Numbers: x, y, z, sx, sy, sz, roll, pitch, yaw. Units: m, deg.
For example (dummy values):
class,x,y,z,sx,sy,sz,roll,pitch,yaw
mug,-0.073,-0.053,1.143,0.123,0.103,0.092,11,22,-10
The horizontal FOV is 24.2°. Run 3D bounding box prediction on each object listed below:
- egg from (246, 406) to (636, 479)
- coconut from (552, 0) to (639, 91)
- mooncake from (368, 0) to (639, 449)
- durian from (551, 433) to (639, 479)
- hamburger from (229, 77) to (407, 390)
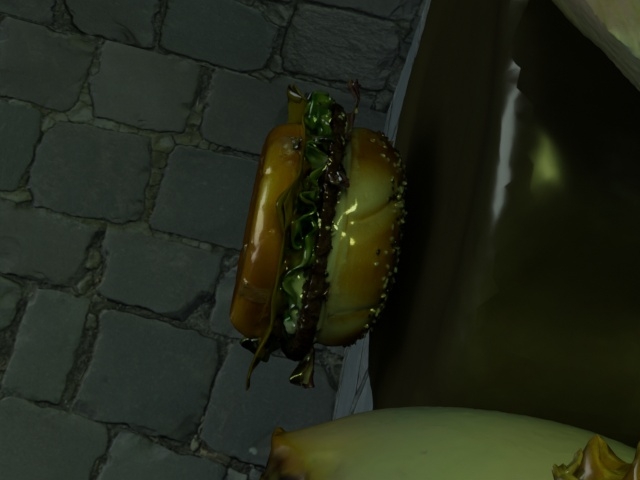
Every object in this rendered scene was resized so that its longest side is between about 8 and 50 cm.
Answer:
class,x,y,z,sx,sy,sz,roll,pitch,yaw
egg,0.102,0.172,0.700,0.174,0.264,0.286,-38,26,-11
coconut,0.177,-0.149,0.539,0.230,0.227,0.227,40,-123,-52
mooncake,0.158,-0.031,0.871,0.378,0.200,0.379,-170,90,-85
durian,0.120,0.139,0.430,0.183,0.138,0.250,-48,-47,-26
hamburger,-0.001,0.001,0.916,0.190,0.093,0.164,108,172,-45
